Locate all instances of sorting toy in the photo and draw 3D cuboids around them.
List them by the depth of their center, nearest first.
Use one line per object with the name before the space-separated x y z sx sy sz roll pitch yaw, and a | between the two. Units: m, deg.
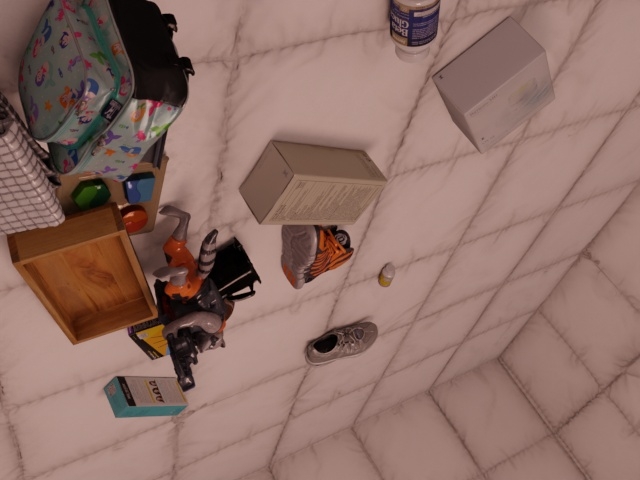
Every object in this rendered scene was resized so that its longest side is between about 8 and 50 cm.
sorting toy | -0.445 -0.059 1.368 0.307 0.041 0.229 -13 146 -34

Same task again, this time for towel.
towel | -0.546 -0.109 1.053 0.283 0.121 0.235 -11 148 -2

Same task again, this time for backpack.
backpack | -0.328 -0.214 1.054 0.191 0.225 0.253 -1 146 -41

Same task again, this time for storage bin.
storage bin | -0.309 -0.203 1.244 0.091 0.098 0.135 11 136 -16

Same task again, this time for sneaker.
sneaker | 0.000 0.000 1.870 0.180 0.125 0.321 -27 163 -20
sneaker | 0.081 0.358 2.512 0.281 0.105 0.115 -24 151 -16

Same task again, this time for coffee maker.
coffee maker | -0.253 0.083 1.740 0.178 0.120 0.171 -31 132 -8

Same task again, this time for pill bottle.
pill bottle | 0.181 -0.426 1.384 0.094 0.094 0.169 -27 151 -11
pill bottle | 0.217 0.113 2.333 0.043 0.043 0.083 -18 148 -27

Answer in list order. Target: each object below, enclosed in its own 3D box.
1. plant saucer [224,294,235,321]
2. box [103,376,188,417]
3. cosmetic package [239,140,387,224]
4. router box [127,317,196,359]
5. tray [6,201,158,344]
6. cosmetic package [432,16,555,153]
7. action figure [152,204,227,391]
plant saucer | -0.303 0.204 1.950 0.168 0.029 0.168 -25 152 -14
box | -0.495 0.449 2.059 0.060 0.100 0.244 -43 151 18
cosmetic package | -0.011 -0.124 1.644 0.309 0.113 0.160 1 137 -46
router box | -0.405 0.241 1.853 0.133 0.046 0.179 -18 149 -1
tray | -0.471 0.081 1.481 0.202 0.076 0.411 -18 155 -12
cosmetic package | 0.413 -0.358 1.692 0.224 0.138 0.224 -38 151 8
action figure | -0.263 0.139 1.525 0.178 0.341 0.330 -18 135 -9
